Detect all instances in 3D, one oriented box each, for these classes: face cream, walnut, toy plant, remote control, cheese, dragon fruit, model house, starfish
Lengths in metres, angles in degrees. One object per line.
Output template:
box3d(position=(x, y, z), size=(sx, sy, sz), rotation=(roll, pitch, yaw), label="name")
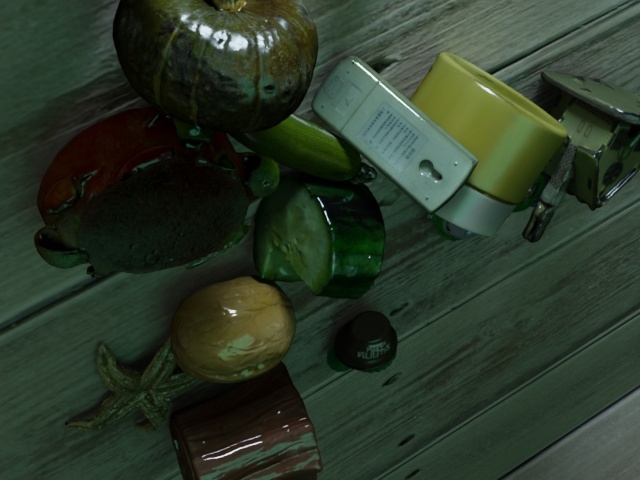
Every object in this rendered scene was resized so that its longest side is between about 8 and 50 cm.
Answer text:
box3d(position=(0.217, -0.142, 1.109), size=(0.218, 0.218, 0.179), rotation=(11, 120, -44), label="face cream")
box3d(position=(-0.131, 0.135, 1.161), size=(0.197, 0.165, 0.165), rotation=(-5, 131, -31), label="walnut")
box3d(position=(0.082, 0.206, 1.449), size=(0.143, 0.105, 0.200), rotation=(-17, 149, -13), label="toy plant")
box3d(position=(0.096, -0.142, 1.017), size=(0.098, 0.233, 0.038), rotation=(-52, 171, 24), label="remote control")
box3d(position=(0.318, -0.086, 1.355), size=(0.320, 0.083, 0.204), rotation=(-8, 133, -32), label="cheese")
box3d(position=(-0.200, -0.060, 0.917), size=(0.295, 0.130, 0.268), rotation=(-17, 143, -18), label="dragon fruit")
box3d(position=(0.448, -0.126, 1.304), size=(0.218, 0.205, 0.278), rotation=(-3, 124, -36), label="model house")
box3d(position=(-0.283, 0.227, 1.226), size=(0.277, 0.062, 0.235), rotation=(-22, 134, -14), label="starfish")

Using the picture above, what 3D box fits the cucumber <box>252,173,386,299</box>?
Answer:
box3d(position=(0.004, -0.008, 1.111), size=(0.130, 0.191, 0.191), rotation=(-2, 129, -38), label="cucumber")

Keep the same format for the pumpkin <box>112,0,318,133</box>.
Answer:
box3d(position=(-0.106, -0.218, 0.792), size=(0.219, 0.219, 0.162), rotation=(-14, 139, -28), label="pumpkin")

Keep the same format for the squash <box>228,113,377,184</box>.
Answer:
box3d(position=(-0.046, -0.141, 1.014), size=(0.080, 0.071, 0.318), rotation=(-36, 140, 27), label="squash")

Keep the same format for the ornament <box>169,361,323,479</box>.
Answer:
box3d(position=(-0.142, 0.351, 1.350), size=(0.218, 0.221, 0.235), rotation=(-16, 96, -20), label="ornament")
